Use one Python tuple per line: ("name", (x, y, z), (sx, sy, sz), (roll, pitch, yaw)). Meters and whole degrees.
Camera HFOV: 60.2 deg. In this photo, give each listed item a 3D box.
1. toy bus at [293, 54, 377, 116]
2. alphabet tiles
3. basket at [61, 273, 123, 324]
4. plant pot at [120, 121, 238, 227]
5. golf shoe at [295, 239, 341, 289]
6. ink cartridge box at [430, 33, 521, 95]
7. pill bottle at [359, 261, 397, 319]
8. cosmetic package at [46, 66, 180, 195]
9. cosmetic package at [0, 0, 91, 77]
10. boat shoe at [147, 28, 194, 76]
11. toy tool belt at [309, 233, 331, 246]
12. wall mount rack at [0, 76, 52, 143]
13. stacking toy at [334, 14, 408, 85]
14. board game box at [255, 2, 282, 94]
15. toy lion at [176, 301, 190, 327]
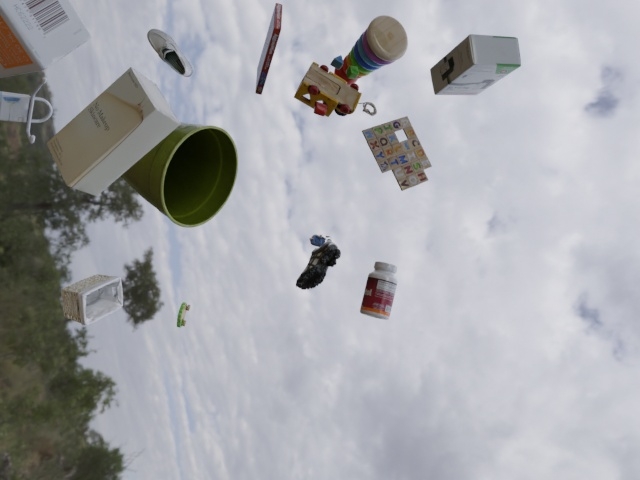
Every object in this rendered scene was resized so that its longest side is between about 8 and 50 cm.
("toy bus", (0.027, -0.401, 1.548), (0.104, 0.191, 0.202), (-42, -113, 58))
("alphabet tiles", (0.267, -0.289, 1.851), (0.237, 0.198, 0.009), (65, -27, 5))
("basket", (-0.732, 0.183, 1.771), (0.103, 0.167, 0.113), (10, -70, 21))
("plant pot", (-0.549, -0.276, 1.979), (0.353, 0.366, 0.366), (23, -53, 27))
("golf shoe", (-0.010, 0.083, 1.862), (0.198, 0.077, 0.094), (-45, -151, 14))
("ink cartridge box", (0.422, -0.478, 1.524), (0.208, 0.153, 0.086), (156, -72, -71))
("pill bottle", (0.166, 0.139, 1.542), (0.086, 0.086, 0.151), (-5, -111, 63))
("cosmetic package", (-0.536, -0.276, 1.429), (0.160, 0.309, 0.113), (55, 11, 20))
("cosmetic package", (-0.788, -0.518, 1.304), (0.454, 0.161, 0.230), (5, -44, 35))
("boat shoe", (-0.578, -0.723, 2.114), (0.226, 0.076, 0.083), (42, -72, -6))
("toy tool belt", (0.000, 0.000, 2.135), (0.051, 0.083, 0.052), (6, 91, -84))
("wall mount rack", (-1.140, -0.500, 1.998), (0.130, 0.350, 0.304), (55, -49, 33))
("stacking toy", (0.139, -0.589, 1.795), (0.330, 0.141, 0.141), (-17, -93, 63))
("board game box", (-0.182, -0.664, 1.929), (0.281, 0.027, 0.145), (120, -26, -51))
("toy lion", (-0.512, 0.275, 2.040), (0.096, 0.034, 0.100), (-113, -142, -85))
